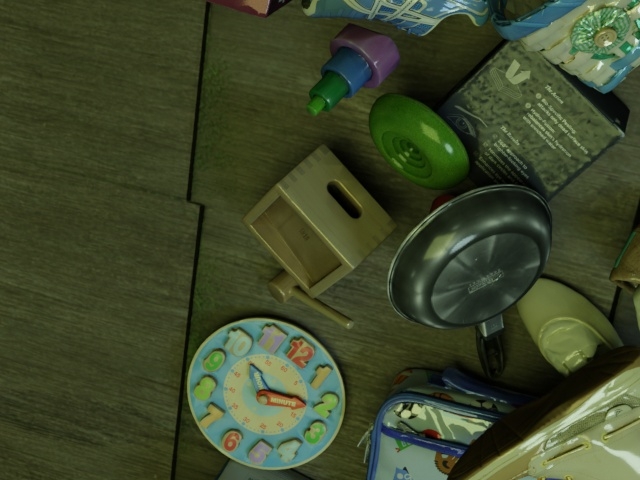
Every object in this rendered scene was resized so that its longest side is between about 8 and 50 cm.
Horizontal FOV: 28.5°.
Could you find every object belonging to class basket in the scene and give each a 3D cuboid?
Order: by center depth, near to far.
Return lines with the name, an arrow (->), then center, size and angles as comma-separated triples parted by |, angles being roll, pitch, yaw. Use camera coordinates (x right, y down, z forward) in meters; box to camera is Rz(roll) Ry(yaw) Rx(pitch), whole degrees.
basket -> 0.249, -0.304, 1.198 | 0.289, 0.201, 0.255 | 39, 120, -22

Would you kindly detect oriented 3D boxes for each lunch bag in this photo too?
lunch bag -> 0.194, 0.284, 1.526 | 0.304, 0.115, 0.243 | 13, 113, 11

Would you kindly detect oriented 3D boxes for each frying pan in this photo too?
frying pan -> 0.156, 0.073, 1.376 | 0.197, 0.053, 0.326 | -11, 134, -22

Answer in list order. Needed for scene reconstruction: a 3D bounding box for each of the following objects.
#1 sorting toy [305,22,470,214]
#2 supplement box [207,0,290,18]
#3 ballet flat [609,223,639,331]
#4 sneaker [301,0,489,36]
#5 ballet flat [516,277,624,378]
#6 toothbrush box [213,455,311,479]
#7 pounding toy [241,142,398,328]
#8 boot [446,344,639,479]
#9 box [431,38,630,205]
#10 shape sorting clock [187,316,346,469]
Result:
sorting toy -> 0.082, -0.052, 1.337 | 0.127, 0.126, 0.365 | 19, 149, 48
supplement box -> -0.054, -0.308, 1.313 | 0.081, 0.188, 0.104 | 19, 116, 9
ballet flat -> 0.433, 0.132, 1.363 | 0.124, 0.116, 0.342 | -40, 93, -14
sneaker -> 0.083, -0.256, 1.349 | 0.211, 0.080, 0.081 | -6, 112, 15
ballet flat -> 0.317, 0.146, 1.445 | 0.248, 0.086, 0.086 | 45, 117, -4
toothbrush box -> -0.082, 0.453, 1.673 | 0.216, 0.126, 0.295 | 27, 118, 6
pounding toy -> 0.004, 0.009, 1.479 | 0.181, 0.094, 0.206 | 48, 152, -1
boot -> 0.291, 0.263, 1.390 | 0.262, 0.095, 0.203 | -35, 100, 7
box -> 0.220, -0.129, 1.355 | 0.156, 0.093, 0.158 | 45, 118, -3
shape sorting clock -> -0.070, 0.196, 1.596 | 0.206, 0.040, 0.206 | 2, 102, 9
